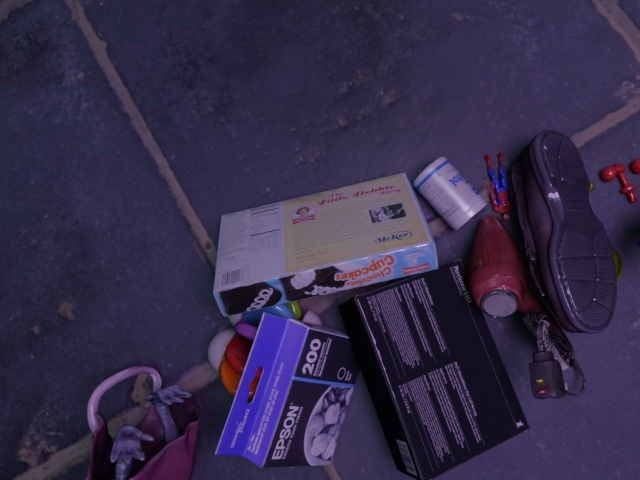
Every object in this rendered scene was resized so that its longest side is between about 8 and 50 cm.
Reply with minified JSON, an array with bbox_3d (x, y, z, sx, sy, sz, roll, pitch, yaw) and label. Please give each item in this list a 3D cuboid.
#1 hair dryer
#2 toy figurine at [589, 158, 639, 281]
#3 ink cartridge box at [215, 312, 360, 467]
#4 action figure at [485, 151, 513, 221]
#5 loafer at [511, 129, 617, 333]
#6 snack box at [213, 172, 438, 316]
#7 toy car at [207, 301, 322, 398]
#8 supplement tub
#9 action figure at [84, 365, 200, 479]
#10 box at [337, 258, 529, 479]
[{"bbox_3d":[0.291,0.094,0.748,0.080,0.223,0.294,-26,67,27],"label":"hair dryer"},{"bbox_3d":[0.501,-0.047,0.707,0.362,0.217,0.192,-19,81,3],"label":"toy figurine"},{"bbox_3d":[-0.032,0.227,0.744,0.045,0.208,0.207,13,83,46],"label":"ink cartridge box"},{"bbox_3d":[0.298,-0.088,0.830,0.038,0.030,0.115,-8,84,0],"label":"action figure"},{"bbox_3d":[0.346,-0.010,0.737,0.108,0.095,0.303,5,69,-17],"label":"loafer"},{"bbox_3d":[0.000,0.000,0.781,0.321,0.060,0.187,-13,39,5],"label":"snack box"},{"bbox_3d":[-0.093,0.160,0.783,0.159,0.136,0.182,23,86,9],"label":"toy car"},{"bbox_3d":[0.209,-0.076,0.816,0.071,0.071,0.107,-41,81,0],"label":"supplement tub"},{"bbox_3d":[-0.278,0.421,0.744,0.275,0.248,0.371,19,112,40],"label":"action figure"},{"bbox_3d":[0.161,0.183,0.745,0.184,0.103,0.262,-17,80,-16],"label":"box"}]
